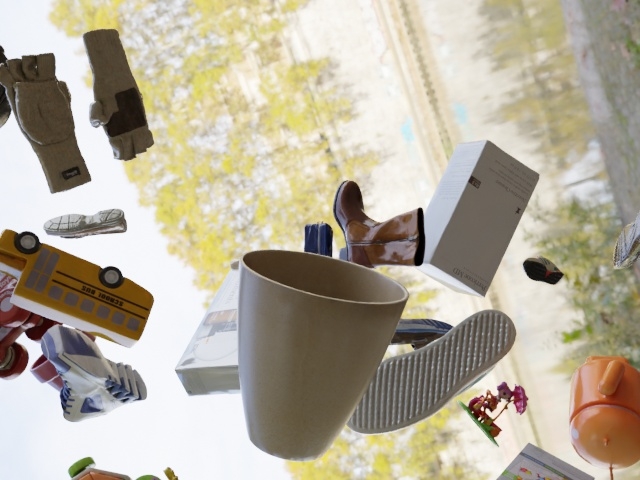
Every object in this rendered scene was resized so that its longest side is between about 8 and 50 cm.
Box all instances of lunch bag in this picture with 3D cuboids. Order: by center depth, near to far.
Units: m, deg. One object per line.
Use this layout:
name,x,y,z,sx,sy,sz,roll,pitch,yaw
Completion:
lunch bag,0.000,0.000,1.847,0.067,0.065,0.099,29,-120,-70

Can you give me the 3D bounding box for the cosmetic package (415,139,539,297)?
cosmetic package,0.416,-0.060,2.098,0.217,0.385,0.156,28,170,-22

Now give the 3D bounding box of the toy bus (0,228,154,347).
toy bus,-0.518,0.100,1.568,0.332,0.108,0.130,25,-119,-18

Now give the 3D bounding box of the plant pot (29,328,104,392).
plant pot,-0.703,0.372,2.200,0.180,0.201,0.201,53,-166,-15

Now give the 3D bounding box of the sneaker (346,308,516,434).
sneaker,0.208,0.268,1.444,0.135,0.365,0.150,61,172,24

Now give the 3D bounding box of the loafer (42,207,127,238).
loafer,-0.361,-0.018,1.170,0.045,0.125,0.039,-102,4,-49

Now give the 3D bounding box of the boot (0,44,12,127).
boot,-0.923,-0.428,2.055,0.229,0.263,0.091,46,176,5

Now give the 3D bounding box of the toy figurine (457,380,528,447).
toy figurine,0.478,0.440,2.043,0.173,0.159,0.130,49,178,-15

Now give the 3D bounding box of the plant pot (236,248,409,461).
plant pot,-0.023,0.179,1.149,0.256,0.256,0.274,-59,-17,-78

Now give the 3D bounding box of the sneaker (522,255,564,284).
sneaker,0.602,0.072,2.102,0.161,0.057,0.075,18,-152,-34

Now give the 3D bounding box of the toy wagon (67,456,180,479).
toy wagon,-0.430,0.555,1.477,0.267,0.344,0.068,53,165,22

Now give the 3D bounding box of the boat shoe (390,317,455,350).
boat shoe,0.220,0.213,1.708,0.066,0.183,0.066,-127,44,-75

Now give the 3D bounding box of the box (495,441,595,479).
box,0.427,0.475,1.461,0.186,0.145,0.038,-21,-52,-50

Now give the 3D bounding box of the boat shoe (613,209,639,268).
boat shoe,0.433,-0.003,1.003,0.152,0.049,0.056,97,-176,-62

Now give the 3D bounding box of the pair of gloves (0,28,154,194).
pair of gloves,-0.356,-0.198,1.139,0.240,0.042,0.204,-42,-60,-49

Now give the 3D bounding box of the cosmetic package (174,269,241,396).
cosmetic package,-0.141,0.199,1.802,0.377,0.284,0.098,-68,-35,-52

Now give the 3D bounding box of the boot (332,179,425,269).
boot,0.147,-0.049,1.930,0.096,0.280,0.264,13,-106,-34

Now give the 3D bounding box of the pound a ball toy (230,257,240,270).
pound a ball toy,-0.134,0.173,2.214,0.319,0.135,0.208,20,-105,-61

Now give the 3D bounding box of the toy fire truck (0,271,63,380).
toy fire truck,-0.828,0.195,1.929,0.254,0.302,0.169,39,173,29

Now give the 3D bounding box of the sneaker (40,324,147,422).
sneaker,-0.584,0.353,1.845,0.315,0.182,0.127,50,-172,-45

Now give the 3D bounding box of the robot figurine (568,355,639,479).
robot figurine,0.479,0.285,1.264,0.128,0.158,0.219,30,-141,-3
